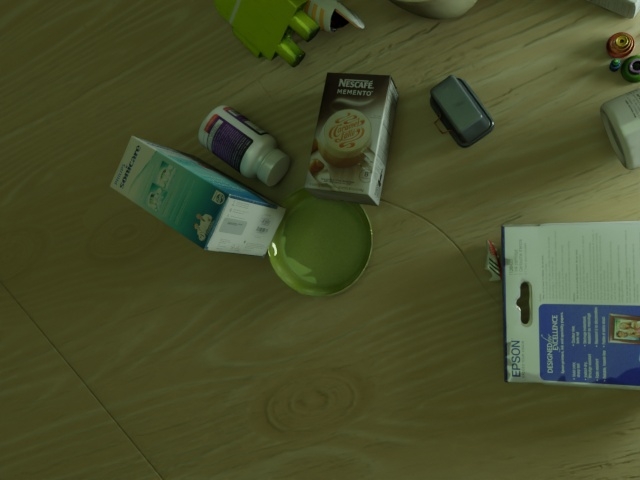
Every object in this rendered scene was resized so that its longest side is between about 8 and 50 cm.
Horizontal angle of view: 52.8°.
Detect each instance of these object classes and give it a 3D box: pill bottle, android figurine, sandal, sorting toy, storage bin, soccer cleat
[{"bbox_3d":[-0.163,-0.203,1.409,0.193,0.108,0.108,37,101,17],"label":"pill bottle"},{"bbox_3d":[0.621,-0.223,1.112,0.229,0.131,0.131,-22,82,18],"label":"pill bottle"},{"bbox_3d":[-0.126,-0.496,1.349,0.273,0.056,0.248,43,146,3],"label":"android figurine"},{"bbox_3d":[-0.020,-0.497,1.372,0.265,0.102,0.076,39,106,21],"label":"sandal"},{"bbox_3d":[0.561,-0.337,1.183,0.061,0.042,0.102,-34,78,16],"label":"sorting toy"},{"bbox_3d":[0.265,-0.256,1.264,0.098,0.091,0.135,-35,77,16],"label":"storage bin"},{"bbox_3d":[0.335,0.040,1.266,0.036,0.029,0.083,-18,88,15],"label":"soccer cleat"}]

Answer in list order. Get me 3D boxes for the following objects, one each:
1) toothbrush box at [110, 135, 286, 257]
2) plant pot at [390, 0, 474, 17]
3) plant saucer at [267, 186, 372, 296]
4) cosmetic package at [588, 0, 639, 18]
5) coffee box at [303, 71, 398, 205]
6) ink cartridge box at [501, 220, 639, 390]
[{"bbox_3d":[-0.257,-0.090,1.365,0.296,0.216,0.126,30,99,28],"label":"toothbrush box"},{"bbox_3d":[0.218,-0.517,1.187,0.257,0.274,0.256,-1,88,21],"label":"plant pot"},{"bbox_3d":[0.000,0.000,1.383,0.241,0.037,0.240,-1,88,20],"label":"plant saucer"},{"bbox_3d":[0.501,-0.515,1.187,0.231,0.085,0.117,34,100,19],"label":"cosmetic package"},{"bbox_3d":[0.065,-0.206,1.311,0.141,0.098,0.246,8,82,19],"label":"coffee box"},{"bbox_3d":[0.497,0.116,1.188,0.307,0.072,0.303,-1,90,22],"label":"ink cartridge box"}]
